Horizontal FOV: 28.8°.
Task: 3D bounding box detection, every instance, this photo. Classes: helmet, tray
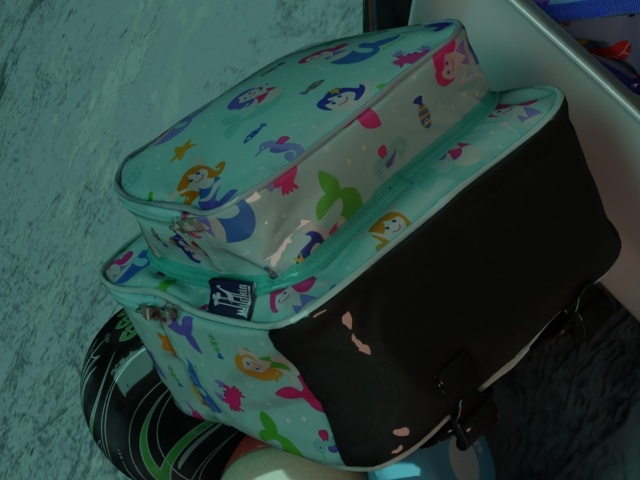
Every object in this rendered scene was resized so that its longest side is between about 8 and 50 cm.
[{"bbox_3d":[-0.115,0.126,1.027,0.161,0.169,0.169,-46,40,16],"label":"helmet"},{"bbox_3d":[0.146,-0.048,0.680,0.270,0.030,0.145,48,158,21],"label":"tray"}]

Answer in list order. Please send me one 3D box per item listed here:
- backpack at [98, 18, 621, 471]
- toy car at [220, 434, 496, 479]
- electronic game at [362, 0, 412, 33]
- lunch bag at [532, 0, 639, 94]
[{"bbox_3d":[0.000,0.000,0.688,0.225,0.191,0.253,-39,17,-27],"label":"backpack"},{"bbox_3d":[0.046,0.144,0.799,0.219,0.210,0.238,-26,25,33],"label":"toy car"},{"bbox_3d":[0.043,-0.097,0.895,0.229,0.048,0.229,-2,-90,-89],"label":"electronic game"},{"bbox_3d":[0.226,-0.208,0.640,0.293,0.138,0.220,5,79,68],"label":"lunch bag"}]
